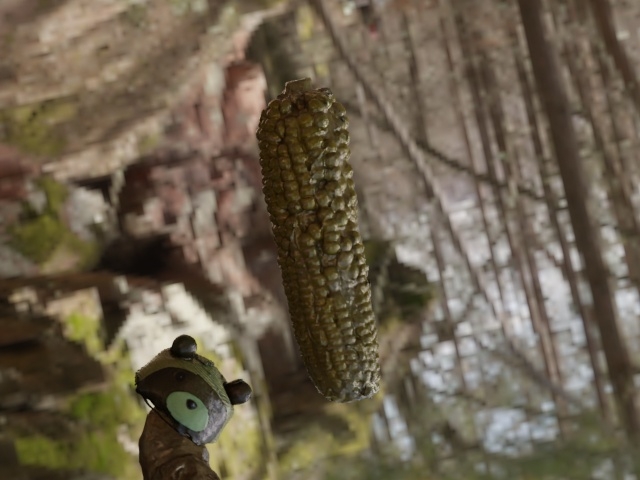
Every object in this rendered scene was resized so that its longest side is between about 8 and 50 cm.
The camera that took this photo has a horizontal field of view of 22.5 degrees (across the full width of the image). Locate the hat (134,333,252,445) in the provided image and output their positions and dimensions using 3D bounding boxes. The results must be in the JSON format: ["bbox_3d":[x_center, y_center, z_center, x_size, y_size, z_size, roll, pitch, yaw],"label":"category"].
[{"bbox_3d":[-0.096,0.111,1.213,0.059,0.077,0.076,-50,167,-1],"label":"hat"}]

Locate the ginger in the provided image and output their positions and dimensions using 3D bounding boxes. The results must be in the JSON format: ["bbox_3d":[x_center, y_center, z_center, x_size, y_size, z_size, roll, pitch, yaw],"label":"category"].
[{"bbox_3d":[-0.110,0.238,1.264,0.074,0.213,0.137,9,-174,-41],"label":"ginger"}]

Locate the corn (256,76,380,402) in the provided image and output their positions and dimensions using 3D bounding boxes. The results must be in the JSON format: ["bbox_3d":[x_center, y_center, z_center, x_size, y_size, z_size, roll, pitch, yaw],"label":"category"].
[{"bbox_3d":[0.000,0.000,1.408,0.086,0.288,0.086,-10,179,0],"label":"corn"}]
